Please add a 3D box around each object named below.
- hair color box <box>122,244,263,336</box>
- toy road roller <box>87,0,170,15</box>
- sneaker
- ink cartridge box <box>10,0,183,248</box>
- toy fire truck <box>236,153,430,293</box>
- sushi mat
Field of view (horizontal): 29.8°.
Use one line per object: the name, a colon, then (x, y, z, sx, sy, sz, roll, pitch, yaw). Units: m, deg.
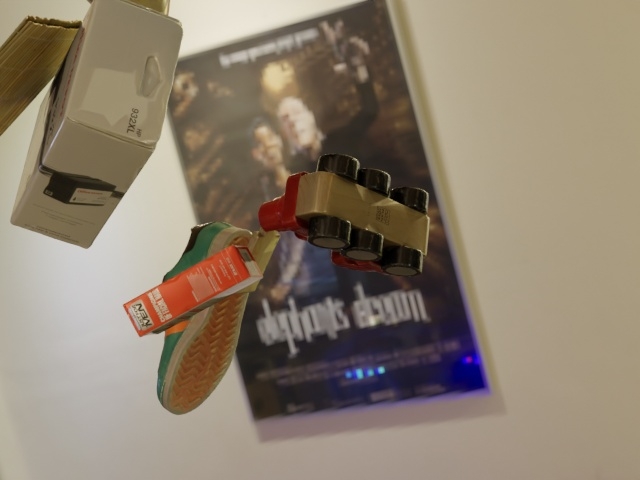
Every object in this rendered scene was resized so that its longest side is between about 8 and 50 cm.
hair color box: (-0.167, 0.066, 1.586, 0.167, 0.053, 0.093, -30, -5, 6)
toy road roller: (-0.391, -0.509, 2.047, 0.241, 0.329, 0.202, -10, -26, 20)
sneaker: (-0.195, 0.116, 1.866, 0.121, 0.302, 0.108, 15, -7, 44)
ink cartridge box: (-0.317, -0.161, 1.678, 0.129, 0.223, 0.307, 19, -33, -19)
toy fire truck: (0.000, 0.000, 1.683, 0.217, 0.158, 0.246, 21, -21, -40)
sushi mat: (-0.469, -0.212, 1.750, 0.316, 0.019, 0.151, -41, -13, 24)
